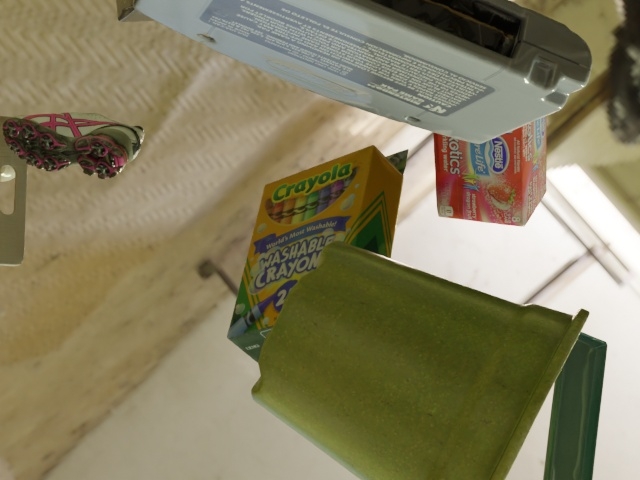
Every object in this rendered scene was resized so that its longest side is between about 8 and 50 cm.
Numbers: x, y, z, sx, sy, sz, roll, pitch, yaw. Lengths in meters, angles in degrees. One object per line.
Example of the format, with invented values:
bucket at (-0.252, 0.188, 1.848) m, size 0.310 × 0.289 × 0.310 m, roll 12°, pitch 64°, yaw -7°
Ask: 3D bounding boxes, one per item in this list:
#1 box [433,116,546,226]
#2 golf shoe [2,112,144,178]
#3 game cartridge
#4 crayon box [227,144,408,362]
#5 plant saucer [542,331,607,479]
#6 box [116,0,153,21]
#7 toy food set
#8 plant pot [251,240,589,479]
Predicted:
box at (0.231, -0.160, 1.723) m, size 0.122 × 0.128 × 0.257 m, roll -47°, pitch 138°, yaw -52°
golf shoe at (-0.312, -0.128, 1.610) m, size 0.086 × 0.186 × 0.067 m, roll -54°, pitch 151°, yaw -49°
game cartridge at (0.020, -0.151, 0.906) m, size 0.196 × 0.294 × 0.060 m, roll 152°, pitch -44°, yaw -68°
crayon box at (0.000, 0.000, 1.766) m, size 0.203 × 0.083 × 0.323 m, roll -19°, pitch -136°, yaw 34°
plant saucer at (0.270, 0.193, 1.365) m, size 0.067 × 0.192 × 0.018 m, roll 22°, pitch 160°, yaw -33°
box at (-0.152, -0.405, 1.815) m, size 0.270 × 0.165 × 0.143 m, roll -7°, pitch -176°, yaw -18°
toy food set at (-0.535, -0.042, 1.898) m, size 0.092 × 0.220 × 0.306 m, roll 12°, pitch 160°, yaw -43°
plant pot at (0.083, 0.132, 1.227) m, size 0.276 × 0.254 × 0.276 m, roll -57°, pitch 167°, yaw -21°
